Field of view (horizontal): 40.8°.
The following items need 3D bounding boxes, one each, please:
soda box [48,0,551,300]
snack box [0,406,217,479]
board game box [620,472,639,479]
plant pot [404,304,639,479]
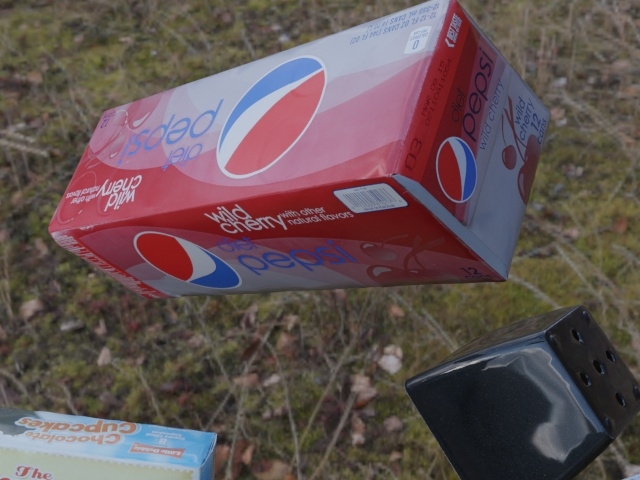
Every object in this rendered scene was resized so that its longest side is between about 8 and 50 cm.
[{"bbox_3d":[-0.027,-0.031,0.430,0.263,0.083,0.092,-6,56,45],"label":"soda box"},{"bbox_3d":[-0.246,0.223,0.657,0.322,0.187,0.060,7,14,3],"label":"snack box"},{"bbox_3d":[0.453,0.472,1.302,0.305,0.053,0.193,-13,69,-21],"label":"board game box"},{"bbox_3d":[0.243,0.176,0.954,0.188,0.167,0.187,-17,72,-53],"label":"plant pot"}]
